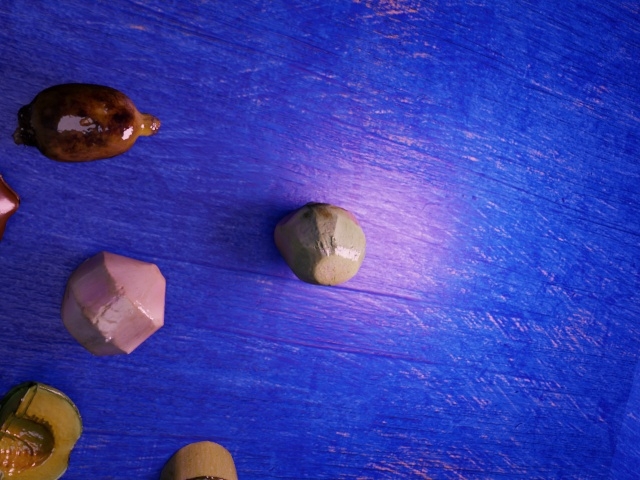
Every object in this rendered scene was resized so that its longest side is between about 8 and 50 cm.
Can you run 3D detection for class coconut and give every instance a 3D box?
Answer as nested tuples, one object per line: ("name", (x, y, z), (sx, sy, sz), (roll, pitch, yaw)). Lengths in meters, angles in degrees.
("coconut", (0.000, 0.000, 1.537), (0.236, 0.236, 0.204), (-28, 140, -15))
("coconut", (-0.455, 0.136, 1.385), (0.237, 0.197, 0.236), (-1, 96, -15))

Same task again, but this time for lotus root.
("lotus root", (-0.508, -0.257, 1.345), (0.314, 0.141, 0.169), (-8, 96, -20))

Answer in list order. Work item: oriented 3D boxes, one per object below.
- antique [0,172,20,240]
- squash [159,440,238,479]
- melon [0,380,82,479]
("antique", (-0.768, -0.045, 1.270), (0.278, 0.129, 0.223), (-28, 117, -15))
("squash", (-0.312, 0.639, 1.562), (0.220, 0.133, 0.220), (-8, 115, -17))
("melon", (-0.648, 0.442, 1.395), (0.169, 0.129, 0.265), (28, 82, -40))
